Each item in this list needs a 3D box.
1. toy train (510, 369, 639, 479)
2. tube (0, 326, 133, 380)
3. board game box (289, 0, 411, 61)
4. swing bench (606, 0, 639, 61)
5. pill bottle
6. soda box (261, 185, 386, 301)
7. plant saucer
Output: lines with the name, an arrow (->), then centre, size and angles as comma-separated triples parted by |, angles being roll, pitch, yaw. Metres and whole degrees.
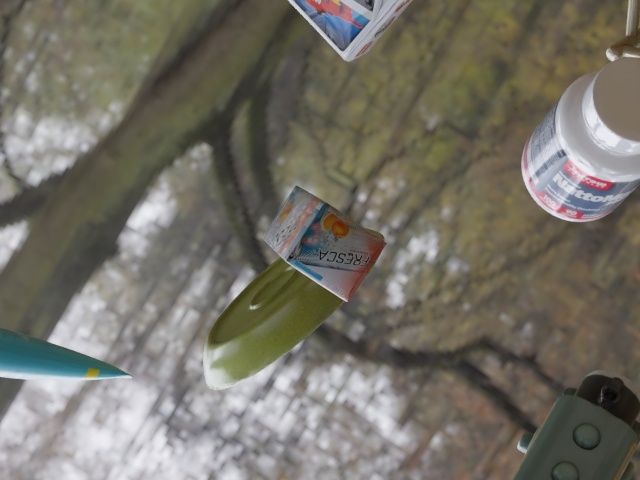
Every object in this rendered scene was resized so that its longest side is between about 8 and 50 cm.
toy train -> 0.241, 0.287, 1.828 | 0.142, 0.334, 0.190 | 30, 151, 12
tube -> -0.294, 0.127, 1.839 | 0.080, 0.052, 0.207 | 7, 173, 35
board game box -> -0.014, -0.331, 1.511 | 0.305, 0.193, 0.053 | 47, -148, 6
swing bench -> 0.483, -0.260, 1.831 | 0.254, 0.165, 0.253 | -14, -154, -35
pill bottle -> 0.256, -0.093, 1.572 | 0.108, 0.108, 0.180 | 32, 160, 2
soda box -> 0.000, 0.000, 1.433 | 0.063, 0.058, 0.183 | 34, 180, -10
plant saucer -> -0.038, 0.059, 1.802 | 0.037, 0.241, 0.241 | 50, -169, -13
